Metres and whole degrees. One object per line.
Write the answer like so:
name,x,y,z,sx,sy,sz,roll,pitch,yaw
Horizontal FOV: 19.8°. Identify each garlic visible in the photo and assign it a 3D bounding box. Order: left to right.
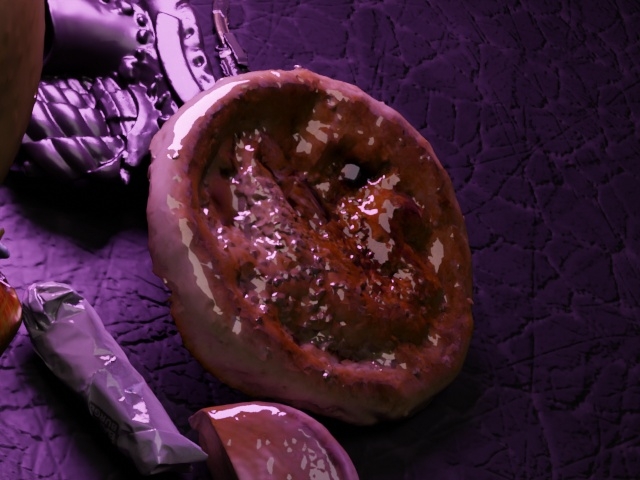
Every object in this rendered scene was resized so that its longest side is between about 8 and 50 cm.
garlic,-0.019,0.206,1.463,0.101,0.087,0.195,-18,63,-27

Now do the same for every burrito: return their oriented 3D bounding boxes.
burrito,-0.173,0.114,1.473,0.064,0.064,0.203,-24,67,-45

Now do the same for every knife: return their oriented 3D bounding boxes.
knife,-0.083,-0.174,1.841,0.045,0.021,0.222,10,46,-20

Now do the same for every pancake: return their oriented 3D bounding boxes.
pancake,-0.001,0.001,1.606,0.356,0.065,0.356,17,59,-30

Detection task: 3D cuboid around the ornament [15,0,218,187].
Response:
ornament,-0.233,-0.137,1.662,0.260,0.106,0.251,-4,53,-26

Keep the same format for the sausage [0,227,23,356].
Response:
sausage,-0.304,0.087,1.367,0.125,0.117,0.317,24,41,4

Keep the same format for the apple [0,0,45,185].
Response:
apple,-0.418,-0.170,1.311,0.473,0.473,0.474,17,43,-17
